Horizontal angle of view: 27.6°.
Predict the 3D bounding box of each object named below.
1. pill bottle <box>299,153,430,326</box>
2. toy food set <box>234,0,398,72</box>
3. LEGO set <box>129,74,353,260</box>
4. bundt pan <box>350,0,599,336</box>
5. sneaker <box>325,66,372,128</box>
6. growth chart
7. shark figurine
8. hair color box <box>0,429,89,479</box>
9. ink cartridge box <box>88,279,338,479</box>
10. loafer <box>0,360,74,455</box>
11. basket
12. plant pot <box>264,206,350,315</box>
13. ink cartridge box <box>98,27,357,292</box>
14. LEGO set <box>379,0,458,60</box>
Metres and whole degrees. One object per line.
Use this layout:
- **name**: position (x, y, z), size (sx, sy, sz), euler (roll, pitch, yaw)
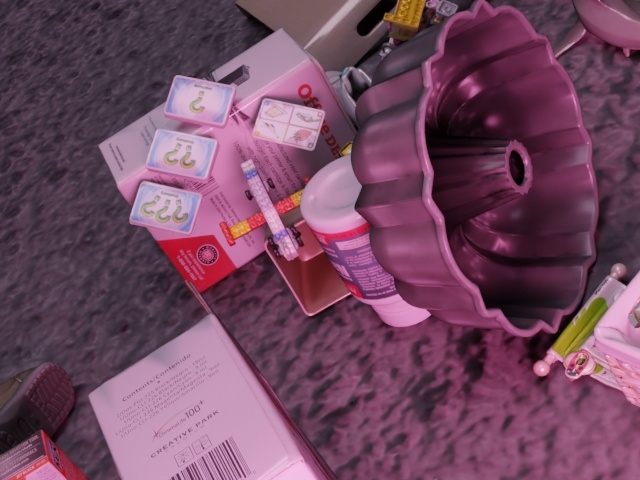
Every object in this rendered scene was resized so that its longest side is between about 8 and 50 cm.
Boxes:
- **pill bottle**: position (0.062, 0.005, 1.374), size (0.108, 0.180, 0.108), euler (-19, 39, 16)
- **toy food set**: position (0.020, -0.366, 1.908), size (0.220, 0.092, 0.306), euler (-46, 37, 0)
- **LEGO set**: position (-0.081, -0.081, 1.431), size (0.244, 0.060, 0.182), euler (14, 78, 15)
- **bundt pan**: position (0.144, -0.062, 1.287), size (0.124, 0.331, 0.331), euler (-9, 42, 37)
- **sneaker**: position (0.043, -0.190, 1.675), size (0.080, 0.094, 0.212), euler (-39, 38, -7)
- **growth chart**: position (0.339, 0.092, 1.220), size (0.237, 0.021, 0.172), euler (16, 58, 41)
- **shark figurine**: position (0.362, -0.283, 1.547), size (0.166, 0.116, 0.278), euler (-41, 37, -10)
- **hair color box**: position (-0.271, 0.276, 1.312), size (0.093, 0.167, 0.053), euler (-32, 38, 1)
- **ink cartridge box**: position (-0.050, 0.225, 1.103), size (0.130, 0.309, 0.272), euler (-34, 37, -3)
- **loafer**: position (-0.378, 0.237, 1.487), size (0.087, 0.094, 0.251), euler (-13, 24, 35)
- **basket**: position (0.338, 0.099, 1.115), size (0.167, 0.103, 0.113), euler (23, 63, 44)
- **plant pot**: position (0.000, 0.000, 1.491), size (0.109, 0.109, 0.096), euler (-29, 26, 3)
- **ink cartridge box**: position (-0.097, -0.097, 1.582), size (0.273, 0.197, 0.114), euler (-32, 37, -1)
- **LEGO set**: position (0.163, -0.311, 1.754), size (0.132, 0.107, 0.287), euler (35, 62, 13)
